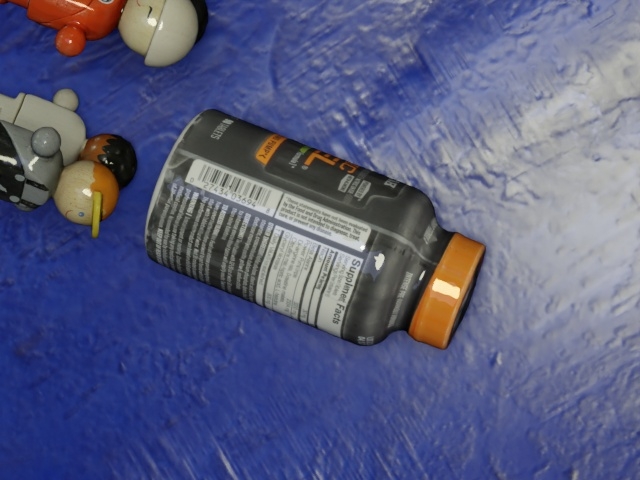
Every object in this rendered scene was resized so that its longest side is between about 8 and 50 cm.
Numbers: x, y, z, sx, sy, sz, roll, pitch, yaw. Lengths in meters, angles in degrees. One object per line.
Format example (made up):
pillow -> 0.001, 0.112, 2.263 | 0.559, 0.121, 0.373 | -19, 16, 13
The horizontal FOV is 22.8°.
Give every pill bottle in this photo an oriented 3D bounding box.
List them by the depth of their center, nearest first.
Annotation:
pill bottle -> 0.000, 0.000, 1.215 | 0.245, 0.130, 0.130 | 22, 95, 8

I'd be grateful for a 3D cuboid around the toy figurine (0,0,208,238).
toy figurine -> -0.181, -0.121, 1.208 | 0.148, 0.213, 0.210 | 20, 98, -7
